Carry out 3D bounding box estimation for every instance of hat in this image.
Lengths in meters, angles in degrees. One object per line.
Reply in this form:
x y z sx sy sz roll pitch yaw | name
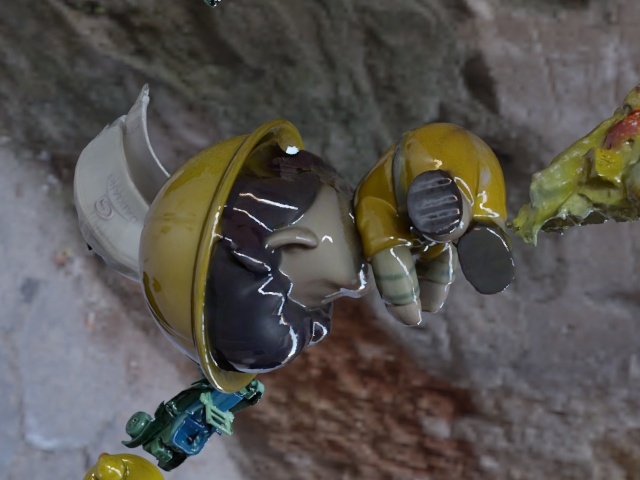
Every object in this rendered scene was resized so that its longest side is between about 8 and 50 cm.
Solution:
-0.202 -0.040 1.544 0.219 0.164 0.226 59 -1 7 | hat

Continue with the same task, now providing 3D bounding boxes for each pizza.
0.304 -0.081 1.410 0.075 0.287 0.280 49 19 -25 | pizza

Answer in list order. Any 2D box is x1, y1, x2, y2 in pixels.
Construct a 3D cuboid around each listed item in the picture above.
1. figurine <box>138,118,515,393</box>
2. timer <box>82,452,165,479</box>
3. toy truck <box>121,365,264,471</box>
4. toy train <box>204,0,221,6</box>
-0.001 -0.005 0.954 0.192 0.256 0.167 21 51 -67 | figurine
-0.226 0.294 1.621 0.109 0.107 0.107 114 -12 -75 | timer
-0.132 0.194 1.503 0.080 0.154 0.078 39 19 -33 | toy truck
-0.064 -0.388 1.837 0.053 0.249 0.085 38 26 -48 | toy train
